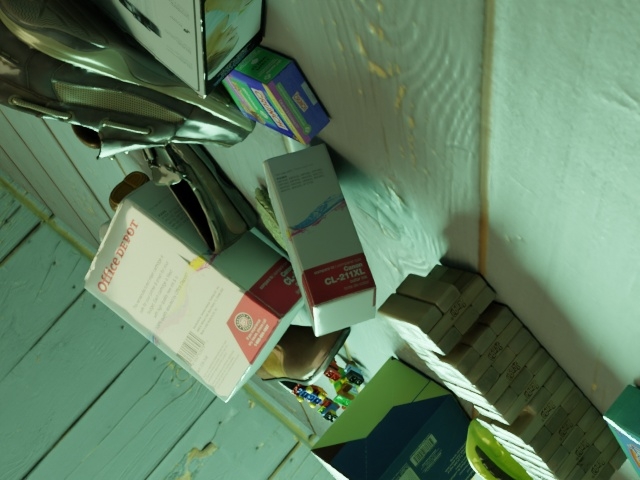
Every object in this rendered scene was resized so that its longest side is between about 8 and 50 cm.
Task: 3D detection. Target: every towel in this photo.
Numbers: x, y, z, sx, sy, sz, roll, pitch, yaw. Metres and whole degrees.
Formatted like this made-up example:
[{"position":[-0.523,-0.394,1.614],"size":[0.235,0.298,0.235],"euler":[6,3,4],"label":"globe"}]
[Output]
[{"position":[-0.039,-0.001,1.630],"size":[0.148,0.027,0.110],"euler":[48,171,22],"label":"towel"}]

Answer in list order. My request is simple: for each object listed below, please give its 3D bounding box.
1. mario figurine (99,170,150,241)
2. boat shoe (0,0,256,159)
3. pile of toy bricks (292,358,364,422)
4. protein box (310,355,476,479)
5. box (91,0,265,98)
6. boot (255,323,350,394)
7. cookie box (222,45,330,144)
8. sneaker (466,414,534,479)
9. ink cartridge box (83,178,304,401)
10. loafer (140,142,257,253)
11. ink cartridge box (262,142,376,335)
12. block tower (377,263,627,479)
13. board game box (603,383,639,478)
[{"position":[-0.267,0.029,2.109],"size":[0.198,0.170,0.320],"euler":[51,170,34],"label":"mario figurine"},{"position":[-0.212,-0.159,1.227],"size":[0.355,0.130,0.132],"euler":[21,-151,-51],"label":"boat shoe"},{"position":[0.037,0.262,2.189],"size":[0.212,0.118,0.105],"euler":[32,-157,-35],"label":"pile of toy bricks"},{"position":[0.130,0.331,1.866],"size":[0.136,0.200,0.201],"euler":[30,163,42],"label":"protein box"},{"position":[-0.133,-0.249,1.015],"size":[0.169,0.087,0.290],"euler":[41,167,6],"label":"box"},{"position":[-0.107,0.124,2.010],"size":[0.280,0.096,0.264],"euler":[42,153,-8],"label":"boot"},{"position":[-0.054,-0.152,1.199],"size":[0.107,0.040,0.092],"euler":[29,161,44],"label":"cookie box"},{"position":[0.314,0.325,1.591],"size":[0.295,0.109,0.123],"euler":[43,-170,-10],"label":"sneaker"},{"position":[-0.194,0.070,1.885],"size":[0.306,0.131,0.226],"euler":[40,129,7],"label":"ink cartridge box"},{"position":[-0.196,-0.089,1.721],"size":[0.267,0.084,0.096],"euler":[49,164,-28],"label":"loafer"},{"position":[0.000,0.000,1.301],"size":[0.127,0.072,0.175],"euler":[84,168,-72],"label":"ink cartridge box"},{"position":[0.214,0.164,1.333],"size":[0.335,0.091,0.097],"euler":[47,167,-23],"label":"block tower"},{"position":[0.389,0.238,1.152],"size":[0.210,0.047,0.160],"euler":[28,161,46],"label":"board game box"}]
